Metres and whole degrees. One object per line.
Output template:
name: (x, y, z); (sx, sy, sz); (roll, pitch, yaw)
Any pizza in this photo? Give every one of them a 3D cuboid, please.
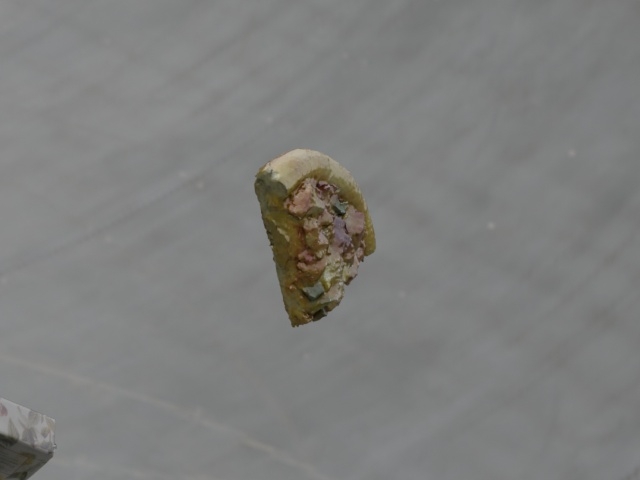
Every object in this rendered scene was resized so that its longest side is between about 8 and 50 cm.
pizza: (0.000, 0.000, 1.892); (0.058, 0.197, 0.292); (1, -19, 25)

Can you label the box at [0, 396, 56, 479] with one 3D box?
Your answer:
box: (-0.270, 0.158, 1.387); (0.098, 0.062, 0.045); (25, 37, -28)
